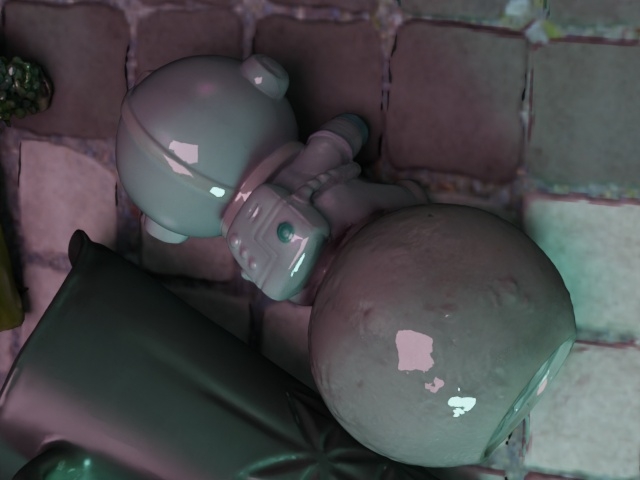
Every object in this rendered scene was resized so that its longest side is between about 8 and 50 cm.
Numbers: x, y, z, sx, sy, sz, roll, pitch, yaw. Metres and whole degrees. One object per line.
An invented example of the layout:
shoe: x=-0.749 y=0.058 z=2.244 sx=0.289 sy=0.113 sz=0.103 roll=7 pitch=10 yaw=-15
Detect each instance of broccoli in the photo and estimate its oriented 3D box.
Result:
broccoli: x=-0.224 y=-0.034 z=1.136 sx=0.118 sy=0.122 sz=0.204 roll=0 pitch=118 yaw=39

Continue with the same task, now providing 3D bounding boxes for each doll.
doll: x=0.000 y=0.000 z=1.013 sx=0.287 sy=0.151 sz=0.151 roll=39 pitch=115 yaw=14

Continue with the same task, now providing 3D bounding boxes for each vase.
vase: x=-0.053 y=0.136 z=1.041 sx=0.301 sy=0.251 sz=0.156 roll=28 pitch=115 yaw=1
